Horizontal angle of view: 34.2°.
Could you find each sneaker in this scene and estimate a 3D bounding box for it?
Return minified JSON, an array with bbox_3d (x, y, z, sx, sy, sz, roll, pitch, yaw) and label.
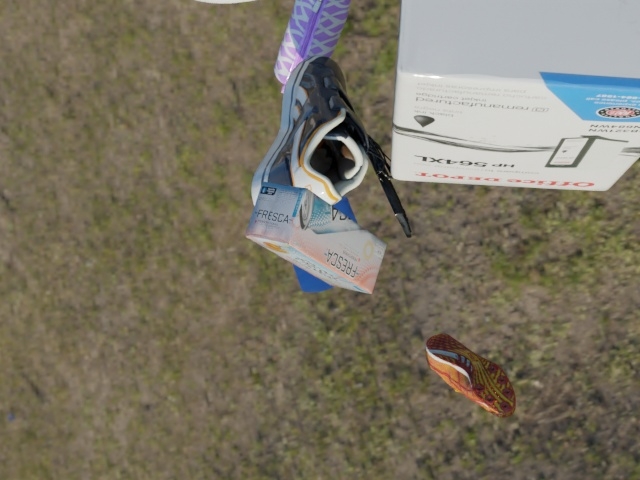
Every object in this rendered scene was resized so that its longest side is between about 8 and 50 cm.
[{"bbox_3d":[0.224,0.203,1.530,0.175,0.064,0.067,42,156,41],"label":"sneaker"},{"bbox_3d":[0.011,-0.151,1.475,0.128,0.126,0.321,-12,44,30],"label":"sneaker"}]

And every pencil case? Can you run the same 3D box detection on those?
[{"bbox_3d":[-0.010,-0.326,1.606,0.088,0.086,0.206,-80,8,-47],"label":"pencil case"}]

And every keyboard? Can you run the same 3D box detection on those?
[{"bbox_3d":[0.109,-0.102,1.638,0.100,0.038,0.192,55,-170,-56],"label":"keyboard"}]

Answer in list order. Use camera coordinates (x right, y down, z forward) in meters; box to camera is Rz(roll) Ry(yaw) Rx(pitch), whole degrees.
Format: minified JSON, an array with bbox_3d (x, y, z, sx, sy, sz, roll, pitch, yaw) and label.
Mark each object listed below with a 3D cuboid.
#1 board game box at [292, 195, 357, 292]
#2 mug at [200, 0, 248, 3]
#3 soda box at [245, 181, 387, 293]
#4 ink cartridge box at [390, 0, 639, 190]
[{"bbox_3d":[0.014,0.008,1.688,0.133,0.033,0.168,-35,52,19],"label":"board game box"},{"bbox_3d":[-0.087,-0.483,1.338,0.374,0.276,0.328,18,128,36],"label":"mug"},{"bbox_3d":[0.000,0.000,1.096,0.058,0.183,0.063,10,78,33],"label":"soda box"},{"bbox_3d":[0.116,-0.093,0.594,0.203,0.148,0.085,73,-158,-78],"label":"ink cartridge box"}]
